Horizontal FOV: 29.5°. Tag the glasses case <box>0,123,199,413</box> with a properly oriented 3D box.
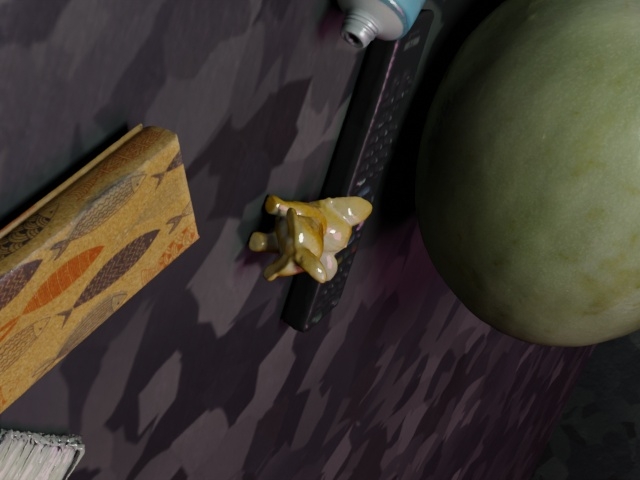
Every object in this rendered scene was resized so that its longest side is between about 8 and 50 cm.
[{"bbox_3d":[-0.126,0.016,0.543,0.170,0.041,0.064,-44,142,-36],"label":"glasses case"}]

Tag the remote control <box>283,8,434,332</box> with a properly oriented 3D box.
[{"bbox_3d":[0.025,-0.044,0.838,0.063,0.025,0.245,-30,143,-56],"label":"remote control"}]

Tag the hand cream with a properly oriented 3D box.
[{"bbox_3d":[0.073,-0.205,0.723,0.224,0.048,0.083,-60,158,-17],"label":"hand cream"}]

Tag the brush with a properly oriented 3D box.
[{"bbox_3d":[-0.225,0.236,0.640,0.314,0.017,0.090,-60,157,-1],"label":"brush"}]

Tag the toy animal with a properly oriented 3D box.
[{"bbox_3d":[0.000,0.000,0.776,0.083,0.081,0.060,7,110,-47],"label":"toy animal"}]

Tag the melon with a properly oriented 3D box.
[{"bbox_3d":[0.197,-0.058,0.901,0.272,0.272,0.308,-30,137,-54],"label":"melon"}]
